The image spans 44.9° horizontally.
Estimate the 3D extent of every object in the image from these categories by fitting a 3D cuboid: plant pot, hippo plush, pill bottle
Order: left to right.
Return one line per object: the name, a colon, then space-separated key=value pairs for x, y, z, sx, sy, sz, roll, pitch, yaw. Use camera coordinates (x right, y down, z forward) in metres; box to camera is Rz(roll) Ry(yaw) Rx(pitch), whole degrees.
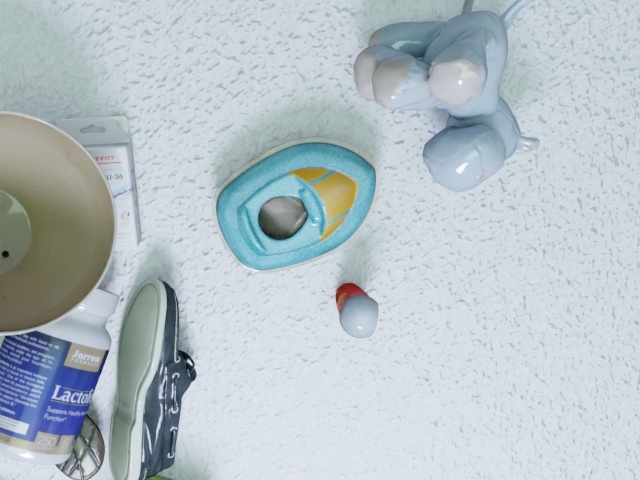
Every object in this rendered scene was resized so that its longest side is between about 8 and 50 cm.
plant pot: x=-0.445 y=-0.019 z=1.053 sx=0.284 sy=0.191 sz=0.284 roll=2 pitch=86 yaw=-33
pill bottle: x=-0.408 y=0.186 z=1.167 sx=0.153 sy=0.153 sz=0.265 roll=20 pitch=83 yaw=-11
hippo plush: x=0.195 y=-0.210 z=1.173 sx=0.294 sy=0.234 sz=0.237 roll=-49 pitch=132 yaw=-36

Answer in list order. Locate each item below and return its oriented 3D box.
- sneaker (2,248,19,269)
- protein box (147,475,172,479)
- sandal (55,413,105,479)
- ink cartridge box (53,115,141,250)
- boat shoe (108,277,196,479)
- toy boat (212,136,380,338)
sneaker: x=-0.501 y=0.013 z=1.178 sx=0.106 sy=0.078 sz=0.234 roll=-11 pitch=106 yaw=-11
protein box: x=-0.270 y=0.532 z=1.266 sx=0.136 sy=0.200 sz=0.201 roll=22 pitch=100 yaw=-12
sandal: x=-0.431 y=0.291 z=1.265 sx=0.090 sy=0.060 sz=0.219 roll=-44 pitch=90 yaw=-6
ink cartridge box: x=-0.341 y=-0.085 z=1.175 sx=0.115 sy=0.067 sz=0.198 roll=-5 pitch=104 yaw=-5
boat shoe: x=-0.256 y=0.226 z=1.244 sx=0.113 sy=0.127 sz=0.340 roll=3 pitch=97 yaw=-38
toy boat: x=0.000 y=0.000 z=1.198 sx=0.267 sy=0.148 sz=0.318 roll=-29 pitch=105 yaw=0
